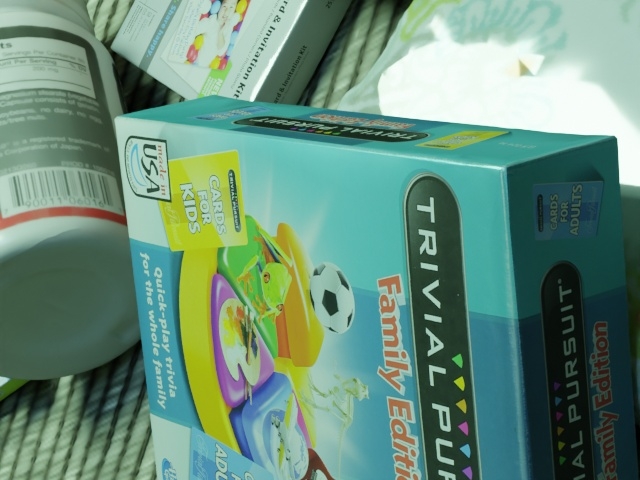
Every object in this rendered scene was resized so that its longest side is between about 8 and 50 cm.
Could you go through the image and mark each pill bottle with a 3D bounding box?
[{"bbox_3d":[-0.210,-0.058,1.414,0.161,0.161,0.283,-41,46,27],"label":"pill bottle"}]

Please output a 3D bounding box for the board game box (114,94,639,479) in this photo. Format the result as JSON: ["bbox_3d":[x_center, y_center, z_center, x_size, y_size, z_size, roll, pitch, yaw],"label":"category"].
[{"bbox_3d":[0.021,0.061,1.073,0.336,0.079,0.254,10,111,52],"label":"board game box"}]

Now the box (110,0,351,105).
[{"bbox_3d":[-0.060,-0.163,1.397,0.186,0.038,0.145,36,99,48],"label":"box"}]

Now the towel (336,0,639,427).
[{"bbox_3d":[0.206,-0.114,1.037,0.374,0.090,0.320,-54,47,10],"label":"towel"}]

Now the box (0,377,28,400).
[{"bbox_3d":[-0.255,0.055,1.500,0.109,0.042,0.178,-35,50,32],"label":"box"}]
